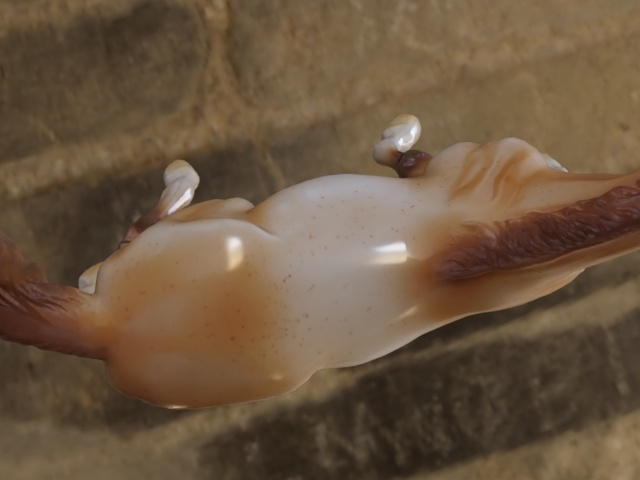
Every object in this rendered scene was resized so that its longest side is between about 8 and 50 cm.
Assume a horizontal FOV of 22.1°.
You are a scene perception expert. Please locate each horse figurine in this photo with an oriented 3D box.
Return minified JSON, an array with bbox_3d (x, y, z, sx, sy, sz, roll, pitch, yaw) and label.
[{"bbox_3d":[0.000,0.000,0.514,0.263,0.174,0.066,-12,-75,-5],"label":"horse figurine"}]
